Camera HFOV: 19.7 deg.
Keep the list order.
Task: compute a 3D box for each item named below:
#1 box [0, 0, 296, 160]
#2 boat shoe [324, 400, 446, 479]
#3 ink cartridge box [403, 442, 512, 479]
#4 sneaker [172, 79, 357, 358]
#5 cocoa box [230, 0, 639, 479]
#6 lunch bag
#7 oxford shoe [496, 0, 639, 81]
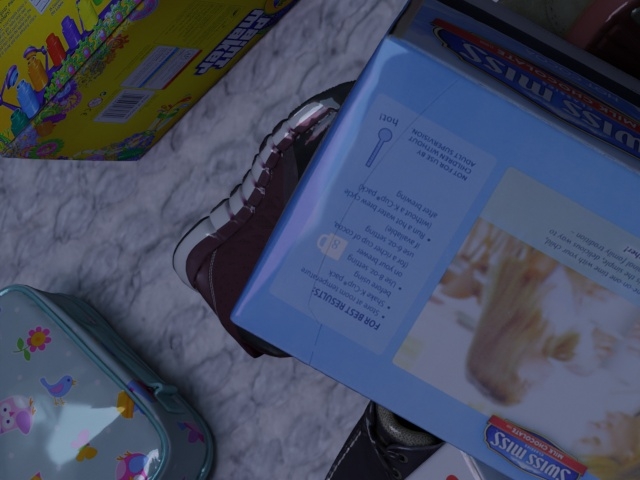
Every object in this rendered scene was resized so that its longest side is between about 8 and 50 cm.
[{"bbox_3d":[-0.195,-0.266,1.637,0.290,0.177,0.279,-41,67,32],"label":"box"},{"bbox_3d":[0.079,0.141,1.478,0.285,0.092,0.103,-47,62,28],"label":"boat shoe"},{"bbox_3d":[0.117,0.280,1.399,0.273,0.114,0.197,-49,62,45],"label":"ink cartridge box"},{"bbox_3d":[0.000,0.000,1.546,0.162,0.106,0.281,57,132,17],"label":"sneaker"},{"bbox_3d":[0.155,0.011,1.240,0.347,0.228,0.231,29,111,0],"label":"cocoa box"},{"bbox_3d":[-0.237,0.185,1.704,0.279,0.108,0.224,42,97,27],"label":"lunch bag"},{"bbox_3d":[0.153,-0.105,1.424,0.348,0.123,0.130,-43,43,27],"label":"oxford shoe"}]
